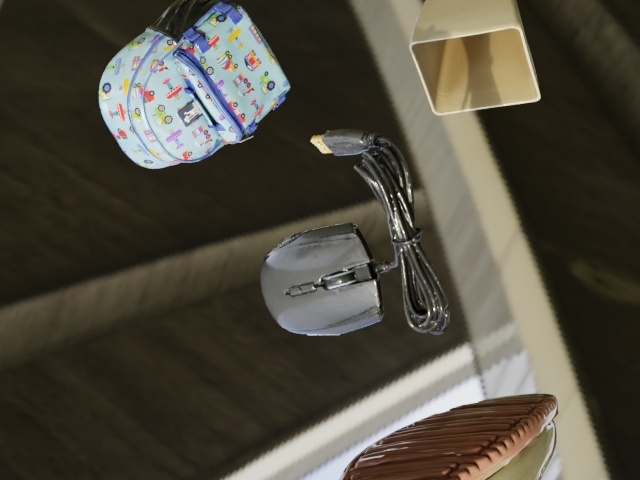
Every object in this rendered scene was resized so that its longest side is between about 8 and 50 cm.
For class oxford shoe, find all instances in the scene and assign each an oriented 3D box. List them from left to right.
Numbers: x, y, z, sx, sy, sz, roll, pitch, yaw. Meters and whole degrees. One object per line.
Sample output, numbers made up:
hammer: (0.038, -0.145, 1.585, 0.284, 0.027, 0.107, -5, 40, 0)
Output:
oxford shoe: (0.084, 0.240, 1.167, 0.397, 0.140, 0.146, -33, -74, -49)

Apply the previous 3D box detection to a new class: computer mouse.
computer mouse: (0.000, 0.000, 1.324, 0.060, 0.184, 0.262, -19, -172, -32)

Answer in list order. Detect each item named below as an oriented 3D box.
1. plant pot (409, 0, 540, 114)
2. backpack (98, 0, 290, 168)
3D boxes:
plant pot: (0.154, -0.201, 1.494, 0.109, 0.109, 0.096, -6, -127, 17)
backpack: (-0.141, -0.159, 1.615, 0.117, 0.173, 0.158, 19, 145, 49)
